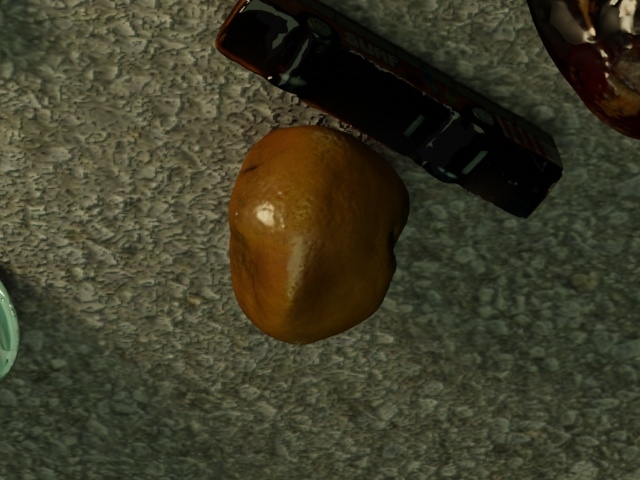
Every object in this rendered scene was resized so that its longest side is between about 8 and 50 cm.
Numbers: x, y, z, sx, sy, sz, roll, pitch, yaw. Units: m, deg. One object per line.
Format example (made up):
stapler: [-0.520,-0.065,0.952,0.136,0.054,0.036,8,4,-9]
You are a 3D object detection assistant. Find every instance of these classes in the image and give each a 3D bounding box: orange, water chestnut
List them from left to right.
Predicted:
orange: [0.000,0.000,1.846,0.183,0.249,0.249,10,128,16]
water chestnut: [0.346,-0.242,1.668,0.244,0.289,0.289,5,132,-37]

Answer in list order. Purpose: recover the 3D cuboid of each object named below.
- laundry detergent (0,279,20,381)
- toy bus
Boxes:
laundry detergent: [-0.551,0.153,1.956,0.287,0.287,0.305,33,120,-20]
toy bus: [0.078,-0.155,1.832,0.409,0.092,0.093,28,120,-17]
